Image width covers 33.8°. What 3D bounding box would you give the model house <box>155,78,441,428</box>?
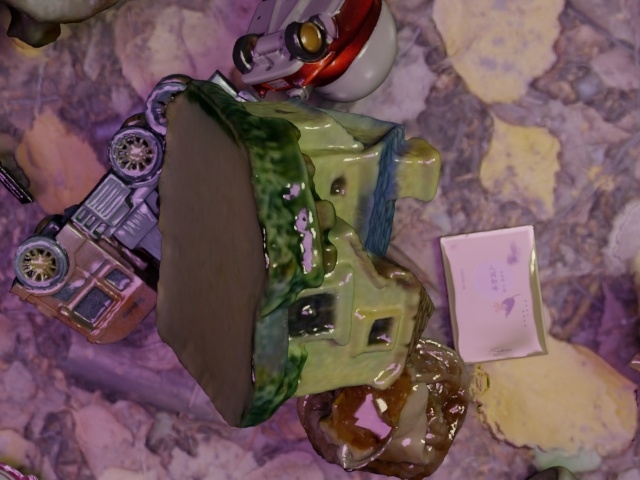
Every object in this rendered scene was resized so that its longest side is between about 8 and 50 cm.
[{"bbox_3d":[0.000,0.000,0.754,0.189,0.195,0.214,-5,110,-30],"label":"model house"}]

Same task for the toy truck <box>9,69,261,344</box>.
[{"bbox_3d":[-0.123,-0.028,0.851,0.140,0.108,0.256,40,96,-13],"label":"toy truck"}]

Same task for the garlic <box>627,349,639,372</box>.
[{"bbox_3d":[0.353,0.096,0.788,0.143,0.178,0.229,-40,113,-22],"label":"garlic"}]

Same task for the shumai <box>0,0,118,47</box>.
[{"bbox_3d":[-0.239,-0.302,0.782,0.289,0.330,0.292,-26,131,-10],"label":"shumai"}]

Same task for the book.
[{"bbox_3d":[0.144,0.046,0.872,0.077,0.014,0.111,-7,96,7],"label":"book"}]

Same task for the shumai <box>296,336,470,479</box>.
[{"bbox_3d":[0.045,0.143,0.842,0.146,0.116,0.145,1,101,5],"label":"shumai"}]

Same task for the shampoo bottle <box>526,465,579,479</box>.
[{"bbox_3d":[0.255,0.304,0.854,0.085,0.085,0.262,-43,91,9],"label":"shampoo bottle"}]

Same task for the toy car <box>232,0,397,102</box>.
[{"bbox_3d":[0.007,-0.156,0.817,0.112,0.112,0.139,41,60,-34],"label":"toy car"}]

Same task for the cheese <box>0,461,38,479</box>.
[{"bbox_3d":[-0.311,0.243,0.931,0.145,0.038,0.095,-20,93,7],"label":"cheese"}]

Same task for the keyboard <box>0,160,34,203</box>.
[{"bbox_3d":[-0.306,-0.105,0.862,0.010,0.064,0.198,-44,105,-15],"label":"keyboard"}]
